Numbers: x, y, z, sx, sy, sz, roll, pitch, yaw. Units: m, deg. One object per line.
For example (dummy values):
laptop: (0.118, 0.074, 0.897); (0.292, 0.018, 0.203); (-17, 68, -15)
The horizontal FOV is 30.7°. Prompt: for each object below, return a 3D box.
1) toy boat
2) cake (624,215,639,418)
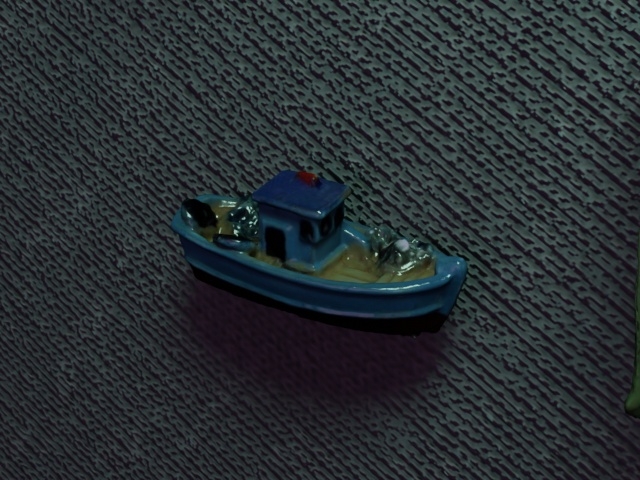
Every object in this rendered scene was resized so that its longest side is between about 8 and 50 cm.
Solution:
toy boat: (0.000, 0.000, 0.834); (0.223, 0.100, 0.097); (14, 121, 24)
cake: (0.220, -0.054, 0.677); (0.172, 0.158, 0.283); (41, 120, 16)
